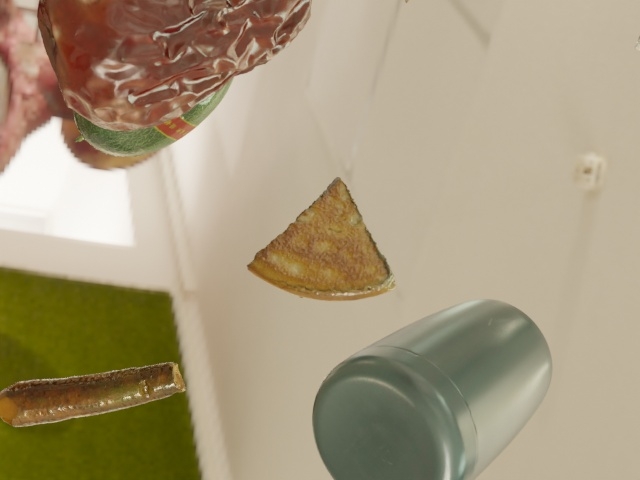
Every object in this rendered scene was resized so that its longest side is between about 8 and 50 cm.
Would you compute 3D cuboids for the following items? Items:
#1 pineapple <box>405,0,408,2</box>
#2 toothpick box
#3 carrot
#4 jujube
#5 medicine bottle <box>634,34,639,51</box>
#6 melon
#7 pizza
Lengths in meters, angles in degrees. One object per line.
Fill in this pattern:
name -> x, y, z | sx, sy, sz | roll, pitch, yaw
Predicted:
pineapple -> 0.146, -0.292, 1.051 | 0.135, 0.079, 0.233 | 19, -104, 39
toothpick box -> 0.090, 0.113, 0.956 | 0.120, 0.184, 0.120 | 13, -67, 33
carrot -> -0.203, 0.135, 1.178 | 0.042, 0.171, 0.042 | -11, 90, -82
jujube -> -0.121, -0.189, 1.104 | 0.155, 0.230, 0.155 | 59, -10, 17
medicine bottle -> 0.583, -0.252, 1.898 | 0.095, 0.260, 0.095 | -62, 172, -15
melon -> -0.250, -0.225, 1.928 | 0.288, 0.182, 0.182 | -38, -147, 16
pizza -> 0.000, 0.000, 1.665 | 0.036, 0.185, 0.176 | 83, 5, -58
